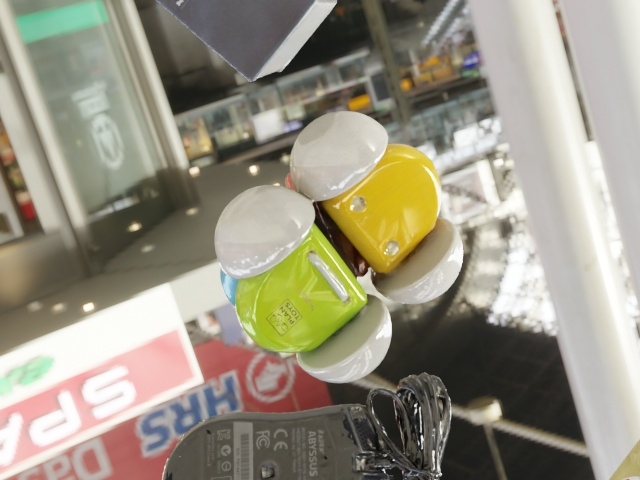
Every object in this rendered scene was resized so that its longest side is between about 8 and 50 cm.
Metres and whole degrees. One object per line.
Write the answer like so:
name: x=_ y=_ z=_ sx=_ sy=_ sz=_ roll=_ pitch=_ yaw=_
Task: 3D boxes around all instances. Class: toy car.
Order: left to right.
toy car: x=0.000 y=0.000 z=0.816 sx=0.182 sy=0.159 sz=0.136 roll=-46 pitch=-150 yaw=-15

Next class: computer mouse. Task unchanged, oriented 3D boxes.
computer mouse: x=-0.010 y=0.221 z=1.008 sx=0.272 sy=0.189 sz=0.072 roll=-4 pitch=160 yaw=20

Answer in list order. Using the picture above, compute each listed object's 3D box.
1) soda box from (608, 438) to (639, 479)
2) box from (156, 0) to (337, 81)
soda box: x=0.273 y=0.189 z=0.882 sx=0.058 sy=0.061 sz=0.181 roll=37 pitch=-87 yaw=33
box: x=-0.079 y=-0.228 z=0.988 sx=0.093 sy=0.158 sz=0.156 roll=-48 pitch=-177 yaw=14
